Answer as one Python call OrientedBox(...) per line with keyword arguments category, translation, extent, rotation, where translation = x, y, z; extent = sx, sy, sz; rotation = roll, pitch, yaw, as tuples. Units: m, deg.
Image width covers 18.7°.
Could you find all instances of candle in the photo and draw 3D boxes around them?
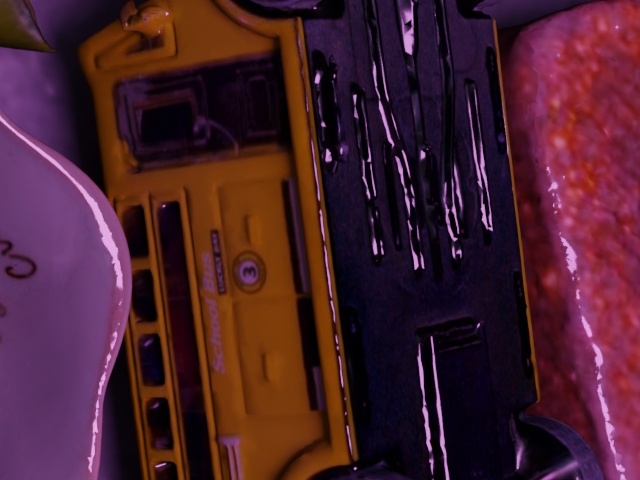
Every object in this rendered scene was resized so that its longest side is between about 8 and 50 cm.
OrientedBox(category="candle", translation=(0.182, -0.006, 0.851), extent=(0.287, 0.131, 0.317), rotation=(40, 70, -16))

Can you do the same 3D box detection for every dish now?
OrientedBox(category="dish", translation=(-0.183, 0.035, 0.691), extent=(0.229, 0.081, 0.229), rotation=(0, 90, -24))

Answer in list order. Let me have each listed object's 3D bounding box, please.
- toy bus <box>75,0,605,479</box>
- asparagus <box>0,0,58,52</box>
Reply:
OrientedBox(category="toy bus", translation=(0.000, 0.000, 0.735), extent=(0.145, 0.151, 0.331), rotation=(-9, 92, -53))
OrientedBox(category="asparagus", translation=(-0.224, -0.113, 0.690), extent=(0.278, 0.060, 0.067), rotation=(4, 75, -27))
